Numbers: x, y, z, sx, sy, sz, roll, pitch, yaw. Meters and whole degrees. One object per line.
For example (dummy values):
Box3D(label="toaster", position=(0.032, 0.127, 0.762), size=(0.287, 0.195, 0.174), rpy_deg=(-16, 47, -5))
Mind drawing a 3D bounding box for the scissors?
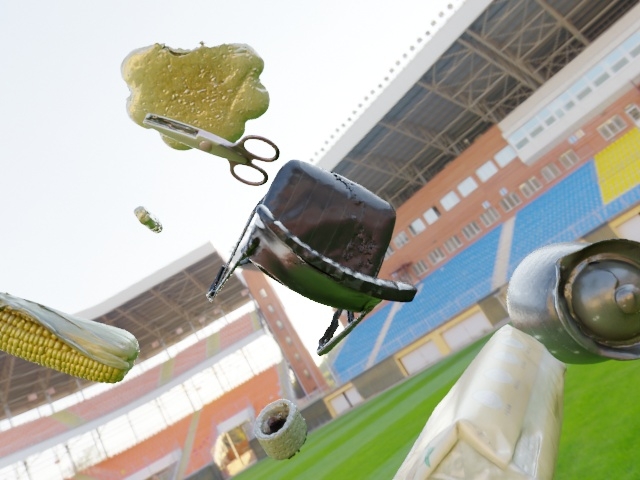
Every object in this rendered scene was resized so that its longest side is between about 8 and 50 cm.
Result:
Box3D(label="scissors", position=(-0.144, -0.126, 0.658), size=(0.176, 0.022, 0.085), rpy_deg=(20, -46, -14))

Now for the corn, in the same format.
Box3D(label="corn", position=(-0.522, 0.193, 1.004), size=(0.122, 0.306, 0.123), rpy_deg=(-62, 12, 19))

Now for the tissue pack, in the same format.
Box3D(label="tissue pack", position=(0.125, 0.186, 0.419), size=(0.222, 0.090, 0.186), rpy_deg=(-21, -40, -60))

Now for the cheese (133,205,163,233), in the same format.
Box3D(label="cheese", position=(-0.530, -0.062, 1.548), size=(0.043, 0.064, 0.194), rpy_deg=(-36, -5, -10))

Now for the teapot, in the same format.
Box3D(label="teapot", position=(0.458, 0.134, 0.805), size=(0.224, 0.305, 0.285), rpy_deg=(-21, -12, 5))

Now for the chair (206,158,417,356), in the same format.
Box3D(label="chair", position=(0.000, 0.000, 0.441), size=(0.145, 0.140, 0.221), rpy_deg=(-65, 7, -24))

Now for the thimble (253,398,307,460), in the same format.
Box3D(label="thimble", position=(-0.092, 0.445, 1.172), size=(0.115, 0.102, 0.090), rpy_deg=(-36, -58, -21))

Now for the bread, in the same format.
Box3D(label="bread", position=(-0.214, -0.250, 0.872), size=(0.251, 0.181, 0.039), rpy_deg=(-5, 9, -8))
